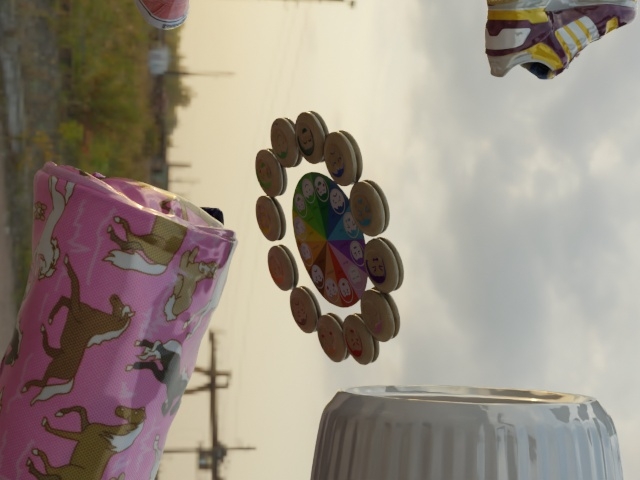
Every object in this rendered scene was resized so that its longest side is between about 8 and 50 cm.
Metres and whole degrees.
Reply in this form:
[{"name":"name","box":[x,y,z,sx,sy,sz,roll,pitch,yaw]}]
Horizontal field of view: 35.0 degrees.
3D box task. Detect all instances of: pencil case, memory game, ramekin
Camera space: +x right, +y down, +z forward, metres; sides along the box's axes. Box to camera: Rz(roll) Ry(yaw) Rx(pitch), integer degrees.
[{"name":"pencil case","box":[-0.186,0.142,0.744,0.167,0.160,0.386,19,88,-76]},{"name":"memory game","box":[0.000,0.000,0.708,0.186,0.012,0.186,36,-45,48]},{"name":"ramekin","box":[0.091,0.149,0.636,0.207,0.207,0.109,159,-66,-79]}]

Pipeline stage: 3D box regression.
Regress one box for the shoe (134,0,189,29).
[{"name":"shoe","box":[-0.180,-0.296,0.990,0.178,0.063,0.081,55,-29,13]}]

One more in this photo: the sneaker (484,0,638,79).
[{"name":"sneaker","box":[0.236,-0.202,1.003,0.069,0.186,0.083,28,-59,57]}]
